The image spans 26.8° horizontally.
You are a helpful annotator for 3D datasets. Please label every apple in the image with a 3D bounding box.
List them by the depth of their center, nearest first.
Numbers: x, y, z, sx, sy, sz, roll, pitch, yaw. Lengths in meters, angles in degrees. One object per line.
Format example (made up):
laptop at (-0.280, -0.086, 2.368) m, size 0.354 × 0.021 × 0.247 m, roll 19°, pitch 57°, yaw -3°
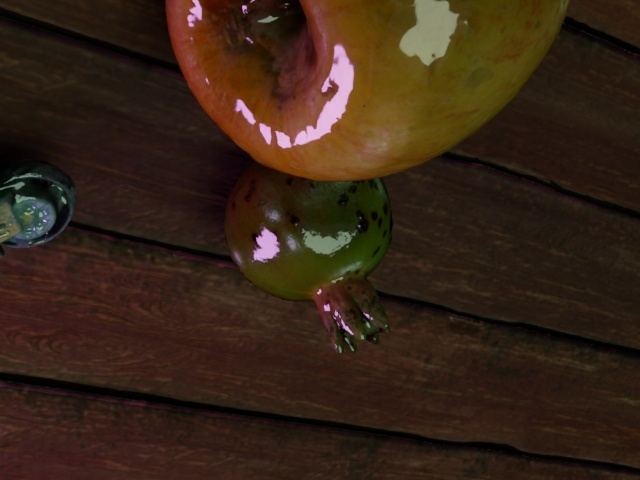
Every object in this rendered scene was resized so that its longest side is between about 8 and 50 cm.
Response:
apple at (0.041, -0.201, 1.015) m, size 0.275 × 0.299 × 0.299 m, roll -41°, pitch 143°, yaw -45°

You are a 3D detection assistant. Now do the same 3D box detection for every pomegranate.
pomegranate at (0.000, 0.000, 1.184) m, size 0.159 × 0.205 × 0.159 m, roll -23°, pitch 163°, yaw -8°

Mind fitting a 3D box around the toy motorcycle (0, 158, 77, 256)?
toy motorcycle at (-0.341, -0.043, 1.016) m, size 0.198 × 0.109 × 0.296 m, roll -40°, pitch 136°, yaw 13°
